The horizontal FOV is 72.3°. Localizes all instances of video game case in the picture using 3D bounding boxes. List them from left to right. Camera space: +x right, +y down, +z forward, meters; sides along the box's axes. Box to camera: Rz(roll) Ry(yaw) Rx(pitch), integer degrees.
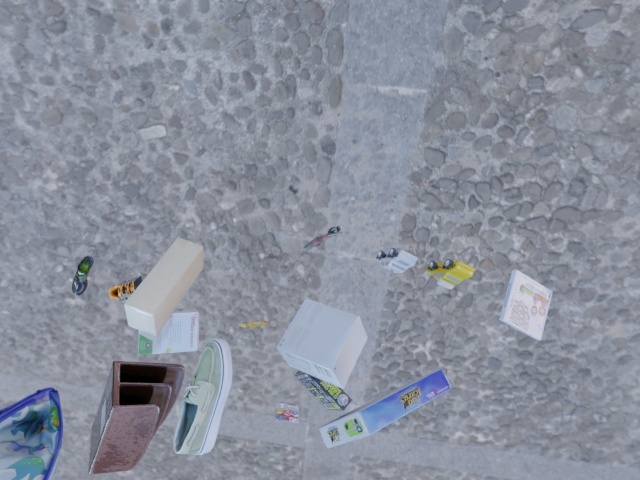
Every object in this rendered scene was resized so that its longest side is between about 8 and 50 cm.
[{"bbox_3d":[0.161,0.432,1.121,0.269,0.061,0.244,-14,158,-31],"label":"video game case"},{"bbox_3d":[0.553,0.173,1.174,0.157,0.143,0.019,27,165,-23],"label":"video game case"}]

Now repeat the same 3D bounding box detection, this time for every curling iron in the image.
[{"bbox_3d":[0.000,0.000,1.674,0.274,0.068,0.035,-32,79,57],"label":"curling iron"}]

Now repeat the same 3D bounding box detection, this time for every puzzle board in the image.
[{"bbox_3d":[-0.167,0.871,2.221,0.128,0.096,0.011,16,134,-18],"label":"puzzle board"}]

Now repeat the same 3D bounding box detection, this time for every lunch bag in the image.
[{"bbox_3d":[-0.282,0.222,0.376,0.096,0.151,0.129,25,110,-12],"label":"lunch bag"}]

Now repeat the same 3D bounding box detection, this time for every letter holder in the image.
[{"bbox_3d":[-0.518,0.510,1.263,0.214,0.152,0.302,12,119,-31],"label":"letter holder"}]

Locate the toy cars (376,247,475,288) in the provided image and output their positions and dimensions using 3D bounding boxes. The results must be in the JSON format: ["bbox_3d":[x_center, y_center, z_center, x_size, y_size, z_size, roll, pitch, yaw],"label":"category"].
[{"bbox_3d":[0.371,0.109,1.633,0.393,0.087,0.176,11,163,30],"label":"toy cars"}]

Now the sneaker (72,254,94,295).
[{"bbox_3d":[-1.090,0.157,1.997,0.067,0.078,0.188,15,82,-8],"label":"sneaker"}]

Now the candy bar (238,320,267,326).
[{"bbox_3d":[-0.273,0.343,1.790,0.040,0.161,0.018,-9,79,26],"label":"candy bar"}]

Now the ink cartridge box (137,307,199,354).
[{"bbox_3d":[-0.575,0.340,1.660,0.212,0.093,0.154,2,92,-24],"label":"ink cartridge box"}]

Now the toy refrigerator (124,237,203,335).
[{"bbox_3d":[-0.435,0.122,1.237,0.094,0.269,0.102,19,135,4],"label":"toy refrigerator"}]

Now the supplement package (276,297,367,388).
[{"bbox_3d":[0.011,0.324,1.392,0.203,0.194,0.149,14,147,30],"label":"supplement package"}]

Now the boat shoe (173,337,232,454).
[{"bbox_3d":[-0.306,0.409,1.146,0.109,0.302,0.094,1,169,40],"label":"boat shoe"}]

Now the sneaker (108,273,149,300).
[{"bbox_3d":[-0.639,0.167,1.483,0.215,0.084,0.083,-23,162,40],"label":"sneaker"}]

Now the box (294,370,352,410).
[{"bbox_3d":[0.005,0.614,1.841,0.216,0.060,0.270,44,157,5],"label":"box"}]
